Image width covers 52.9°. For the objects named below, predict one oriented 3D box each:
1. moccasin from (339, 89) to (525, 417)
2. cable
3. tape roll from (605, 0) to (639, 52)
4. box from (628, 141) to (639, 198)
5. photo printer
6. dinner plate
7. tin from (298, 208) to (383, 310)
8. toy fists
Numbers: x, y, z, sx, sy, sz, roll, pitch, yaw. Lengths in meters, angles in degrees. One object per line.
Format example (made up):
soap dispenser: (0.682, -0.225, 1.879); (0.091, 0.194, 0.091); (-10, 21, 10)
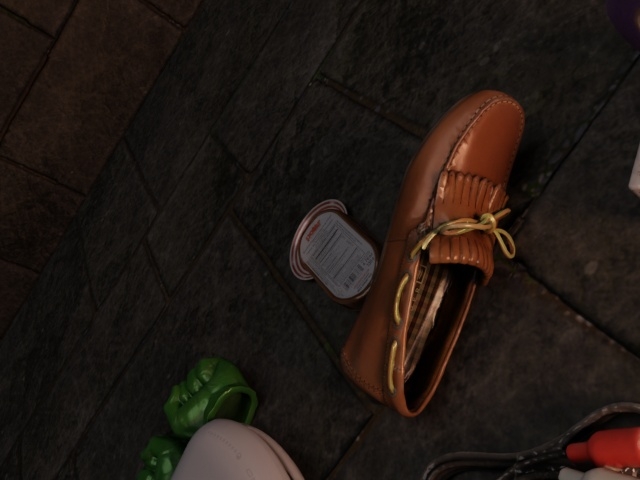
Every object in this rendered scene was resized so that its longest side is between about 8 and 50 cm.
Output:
moccasin: (0.144, 0.013, 0.732); (0.147, 0.139, 0.380); (24, 87, 55)
cable: (0.197, 0.205, 0.584); (0.287, 0.072, 0.139); (-11, 55, 48)
tape roll: (0.355, -0.203, 0.557); (0.080, 0.189, 0.189); (-57, 34, 7)
box: (0.348, -0.072, 0.566); (0.101, 0.087, 0.102); (4, 71, 54)
photo printer: (-0.135, 0.407, 0.851); (0.256, 0.107, 0.308); (21, 85, 56)
dinner plate: (0.000, 0.000, 1.041); (0.141, 0.017, 0.141); (-32, 43, 36)
tin: (0.032, 0.024, 0.944); (0.106, 0.040, 0.190); (-51, 42, 6)
toy fists: (-0.209, 0.319, 1.024); (0.142, 0.096, 0.279); (19, 84, 57)
